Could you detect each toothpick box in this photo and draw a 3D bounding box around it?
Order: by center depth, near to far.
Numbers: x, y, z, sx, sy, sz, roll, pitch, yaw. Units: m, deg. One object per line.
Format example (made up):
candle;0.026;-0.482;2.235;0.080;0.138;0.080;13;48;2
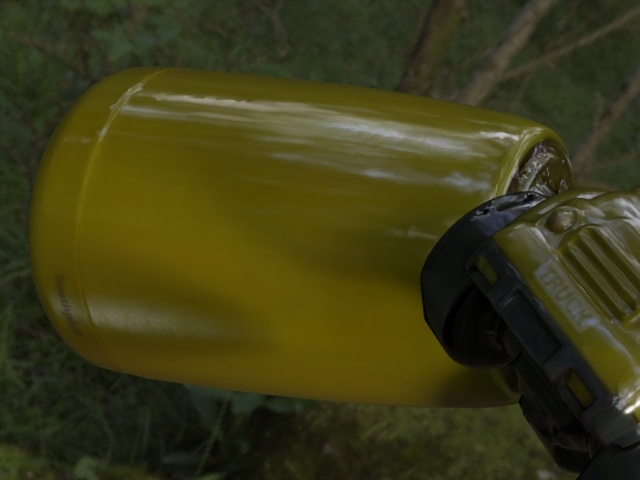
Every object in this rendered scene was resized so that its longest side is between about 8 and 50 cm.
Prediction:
toothpick box;0.000;0.000;0.696;0.271;0.175;0.175;6;14;28

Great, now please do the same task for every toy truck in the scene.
toy truck;0.155;0.045;0.494;0.224;0.165;0.147;42;11;-48
